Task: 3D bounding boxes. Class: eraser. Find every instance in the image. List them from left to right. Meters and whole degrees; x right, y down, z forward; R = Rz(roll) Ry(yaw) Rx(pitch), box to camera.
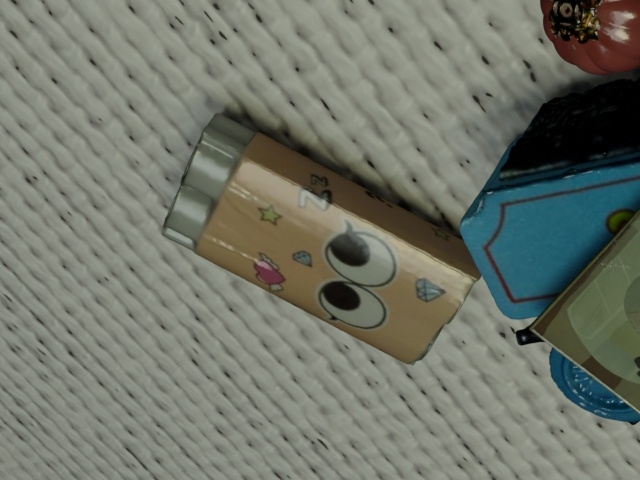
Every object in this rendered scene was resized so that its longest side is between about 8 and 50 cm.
[{"bbox_3d":[0.000,0.000,1.333,0.290,0.087,0.171,28,138,-2],"label":"eraser"}]

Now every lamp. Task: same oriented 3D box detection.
[{"bbox_3d":[0.215,-0.178,1.028,0.107,0.092,0.107,21,119,45],"label":"lamp"}]

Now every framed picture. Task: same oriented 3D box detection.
[{"bbox_3d":[0.264,0.049,1.033,0.136,0.010,0.201,37,131,2],"label":"framed picture"}]

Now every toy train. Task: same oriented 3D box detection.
[{"bbox_3d":[0.282,-0.003,1.113,0.300,0.188,0.265,-12,118,37],"label":"toy train"}]
